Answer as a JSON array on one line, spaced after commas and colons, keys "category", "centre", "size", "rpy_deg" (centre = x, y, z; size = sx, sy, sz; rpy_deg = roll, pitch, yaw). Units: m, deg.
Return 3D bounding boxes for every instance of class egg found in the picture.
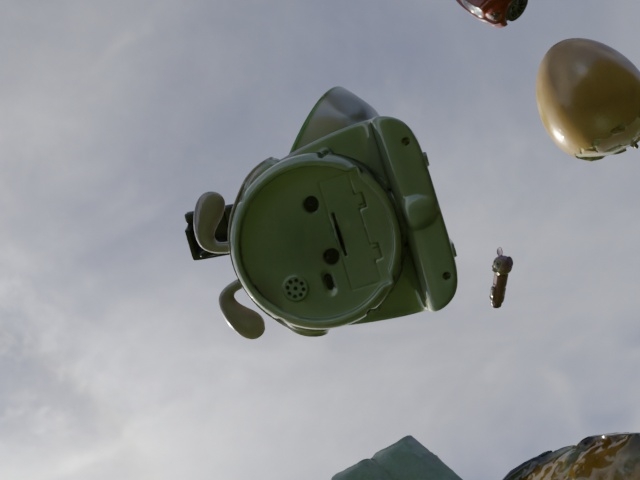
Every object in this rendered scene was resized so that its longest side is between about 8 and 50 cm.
[{"category": "egg", "centre": [0.207, -0.110, 0.573], "size": [0.080, 0.096, 0.080], "rpy_deg": [-21, -22, -9]}]

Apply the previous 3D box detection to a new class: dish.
[{"category": "dish", "centre": [0.035, -0.038, 1.023], "size": [0.324, 0.124, 0.324], "rpy_deg": [19, -90, -79]}]

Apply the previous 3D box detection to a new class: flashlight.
[{"category": "flashlight", "centre": [0.306, 0.068, 1.278], "size": [0.031, 0.052, 0.110], "rpy_deg": [-8, -59, -17]}]

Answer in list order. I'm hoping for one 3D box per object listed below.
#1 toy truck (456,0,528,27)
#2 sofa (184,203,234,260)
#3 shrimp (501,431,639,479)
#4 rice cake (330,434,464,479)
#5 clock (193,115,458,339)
[{"category": "toy truck", "centre": [0.283, -0.441, 1.066], "size": [0.114, 0.107, 0.252], "rpy_deg": [9, -59, -54]}, {"category": "sofa", "centre": [-0.167, -0.018, 1.343], "size": [0.147, 0.060, 0.085], "rpy_deg": [-9, -66, 1]}, {"category": "shrimp", "centre": [0.133, 0.329, 0.514], "size": [0.085, 0.272, 0.445], "rpy_deg": [27, -85, -22]}, {"category": "rice cake", "centre": [0.072, 0.208, 0.468], "size": [0.127, 0.237, 0.043], "rpy_deg": [-26, -68, -18]}, {"category": "clock", "centre": [0.000, 0.000, 0.567], "size": [0.191, 0.062, 0.151], "rpy_deg": [-17, -86, 9]}]
